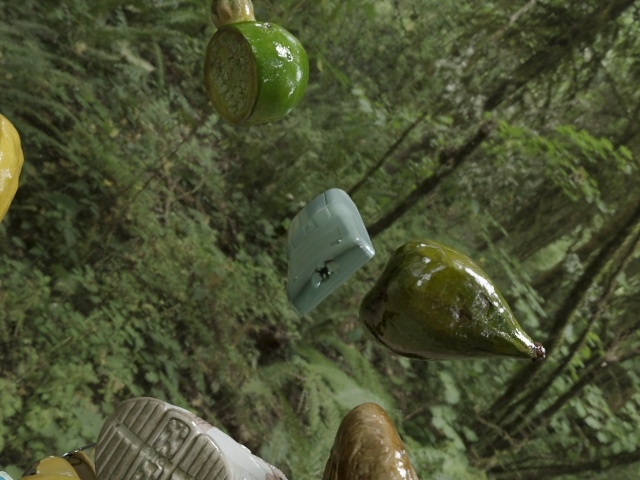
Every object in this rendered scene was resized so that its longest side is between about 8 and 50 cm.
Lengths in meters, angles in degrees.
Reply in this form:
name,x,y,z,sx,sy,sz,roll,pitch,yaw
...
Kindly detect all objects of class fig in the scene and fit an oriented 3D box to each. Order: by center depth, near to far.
name,x,y,z,sx,sy,sz,roll,pitch,yaw
fig,0.137,0.085,0.752,0.184,0.133,0.126,37,-24,-10

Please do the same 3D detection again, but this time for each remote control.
name,x,y,z,sx,sy,sz,roll,pitch,yaw
remote control,0.000,0.000,0.469,0.029,0.061,0.162,46,8,-11

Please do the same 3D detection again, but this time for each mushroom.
name,x,y,z,sx,sy,sz,roll,pitch,yaw
mushroom,0.070,0.368,0.985,0.278,0.145,0.278,177,-90,-84

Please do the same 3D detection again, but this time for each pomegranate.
name,x,y,z,sx,sy,sz,roll,pitch,yaw
pomegranate,-0.119,-0.324,1.266,0.159,0.190,0.241,-19,57,-38

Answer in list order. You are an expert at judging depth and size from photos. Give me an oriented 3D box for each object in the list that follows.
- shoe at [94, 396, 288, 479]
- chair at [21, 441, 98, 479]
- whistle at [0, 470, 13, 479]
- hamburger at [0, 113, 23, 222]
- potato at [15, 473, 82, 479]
name,x,y,z,sx,sy,sz,roll,pitch,yaw
shoe,-0.181,0.371,1.053,0.351,0.172,0.198,45,-2,-4
chair,-0.406,0.439,1.197,0.246,0.172,0.159,-1,48,-54
whistle,-0.397,0.340,0.857,0.236,0.077,0.114,47,13,-2
hamburger,-0.315,-0.046,0.551,0.115,0.162,0.162,28,27,-39
potato,-0.209,0.263,0.535,0.158,0.178,0.203,37,-12,33
